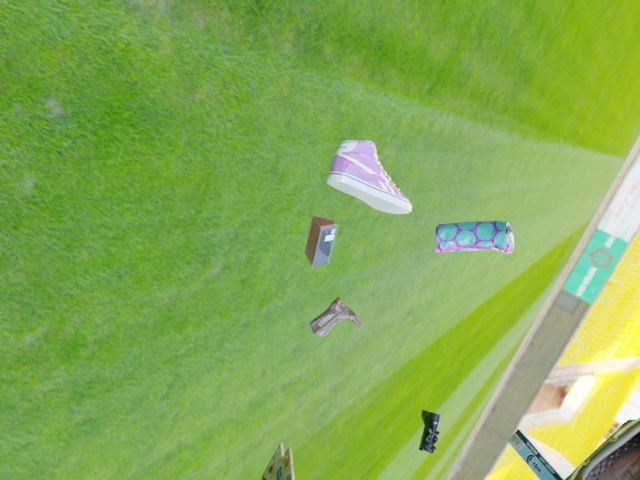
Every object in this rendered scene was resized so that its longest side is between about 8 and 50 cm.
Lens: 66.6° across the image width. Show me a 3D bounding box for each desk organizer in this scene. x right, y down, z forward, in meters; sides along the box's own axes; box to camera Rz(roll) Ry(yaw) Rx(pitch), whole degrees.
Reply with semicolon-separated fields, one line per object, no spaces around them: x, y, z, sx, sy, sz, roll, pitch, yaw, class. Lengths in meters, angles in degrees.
0.000;0.000;1.170;0.047;0.050;0.130;-11;138;-25;desk organizer

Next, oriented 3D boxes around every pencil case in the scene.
0.318;-0.005;1.011;0.064;0.151;0.070;59;39;-44;pencil case

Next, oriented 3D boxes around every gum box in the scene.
0.512;0.502;1.043;0.184;0.157;0.041;33;99;-26;gum box

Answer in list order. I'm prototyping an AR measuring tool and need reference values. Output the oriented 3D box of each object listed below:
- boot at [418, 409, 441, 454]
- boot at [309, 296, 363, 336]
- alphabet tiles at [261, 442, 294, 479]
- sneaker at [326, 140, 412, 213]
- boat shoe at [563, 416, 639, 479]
0.283;0.501;1.279;0.121;0.045;0.099;94;12;-74;boot
0.040;0.220;1.276;0.114;0.106;0.037;-45;-178;1;boot
-0.127;0.768;1.371;0.011;0.343;0.285;16;116;-18;alphabet tiles
0.158;-0.181;1.339;0.282;0.102;0.161;24;74;-32;sneaker
0.360;0.348;0.623;0.324;0.116;0.097;-35;141;-18;boat shoe
